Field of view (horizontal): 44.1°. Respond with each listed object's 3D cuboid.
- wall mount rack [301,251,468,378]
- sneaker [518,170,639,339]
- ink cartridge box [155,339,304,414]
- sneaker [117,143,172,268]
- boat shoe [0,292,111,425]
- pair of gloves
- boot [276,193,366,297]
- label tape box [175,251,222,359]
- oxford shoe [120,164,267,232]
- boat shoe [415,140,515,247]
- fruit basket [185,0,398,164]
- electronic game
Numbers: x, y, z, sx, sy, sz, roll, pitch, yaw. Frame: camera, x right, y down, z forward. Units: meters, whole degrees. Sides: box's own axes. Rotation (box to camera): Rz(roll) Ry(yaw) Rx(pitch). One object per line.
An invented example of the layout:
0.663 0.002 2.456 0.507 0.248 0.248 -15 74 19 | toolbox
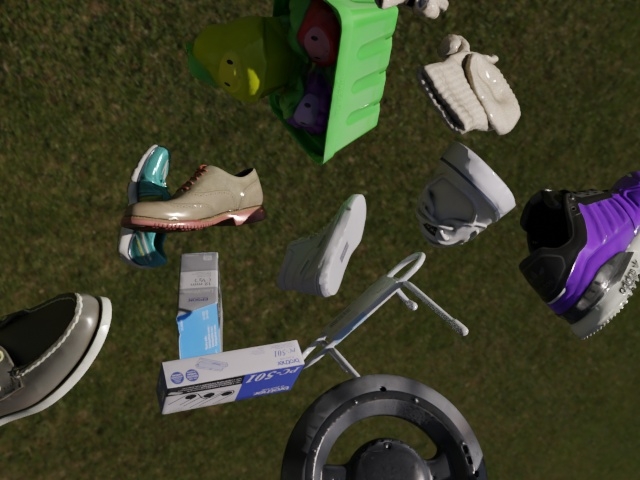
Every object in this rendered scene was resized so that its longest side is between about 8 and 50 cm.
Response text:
0.124 0.182 1.566 0.350 0.130 0.304 -42 -170 -6 | wall mount rack
0.327 -0.024 0.968 0.293 0.146 0.102 -49 175 -42 | sneaker
-0.136 0.204 1.182 0.207 0.046 0.097 -7 149 -22 | ink cartridge box
-0.355 -0.072 1.719 0.107 0.110 0.275 31 65 -71 | sneaker
-0.355 0.139 0.872 0.305 0.109 0.091 -33 131 25 | boat shoe
0.124 -0.212 0.798 0.042 0.240 0.204 -32 171 29 | pair of gloves
0.000 0.000 1.560 0.258 0.123 0.095 -63 149 -41 | boot
-0.314 0.228 2.076 0.115 0.347 0.249 -4 123 -7 | label tape box
-0.256 -0.085 1.591 0.348 0.123 0.130 -10 97 -51 | oxford shoe
0.150 -0.033 0.876 0.084 0.095 0.258 -45 166 -1 | boat shoe
-0.066 -0.356 1.596 0.392 0.283 0.392 -24 143 -20 | fruit basket
0.070 0.257 0.842 0.229 0.229 0.048 -26 167 -21 | electronic game
